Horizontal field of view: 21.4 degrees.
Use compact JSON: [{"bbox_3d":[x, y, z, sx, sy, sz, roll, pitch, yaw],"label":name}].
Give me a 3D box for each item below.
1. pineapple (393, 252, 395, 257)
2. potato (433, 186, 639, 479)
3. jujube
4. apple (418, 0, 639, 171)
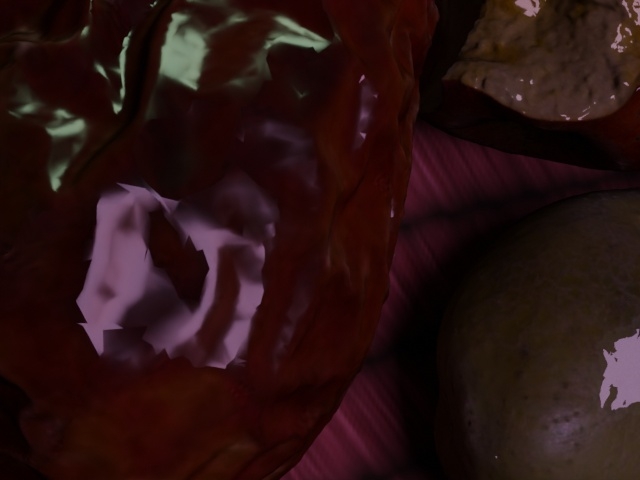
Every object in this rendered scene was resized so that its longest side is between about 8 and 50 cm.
[{"bbox_3d":[0.000,0.000,0.793,0.114,0.077,0.114,38,77,-43],"label":"pineapple"},{"bbox_3d":[0.171,0.059,0.858,0.251,0.159,0.174,-14,127,-20],"label":"potato"},{"bbox_3d":[-0.053,-0.054,0.683,0.216,0.216,0.342,37,59,-29],"label":"jujube"},{"bbox_3d":[0.123,-0.117,0.813,0.147,0.156,0.158,18,81,-38],"label":"apple"}]
